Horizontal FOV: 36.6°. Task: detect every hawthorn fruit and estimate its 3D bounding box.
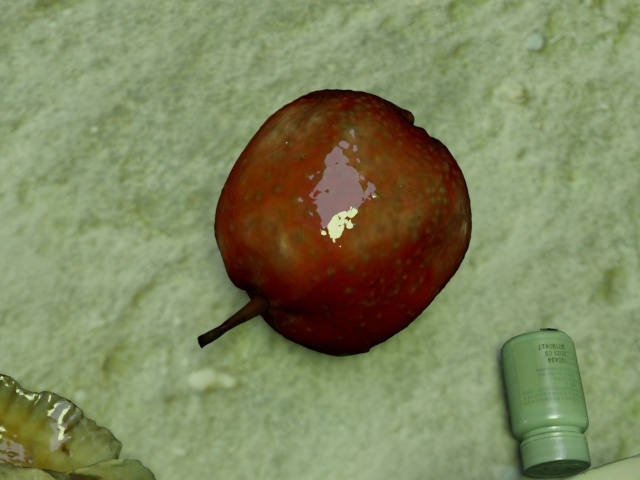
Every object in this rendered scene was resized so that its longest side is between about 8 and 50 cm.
[{"bbox_3d":[0.000,0.000,0.593,0.157,0.157,0.194,41,76,17],"label":"hawthorn fruit"}]

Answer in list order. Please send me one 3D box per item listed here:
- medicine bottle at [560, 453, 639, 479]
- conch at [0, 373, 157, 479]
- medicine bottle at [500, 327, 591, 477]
[{"bbox_3d":[0.150,0.278,0.412,0.212,0.212,0.325,-17,63,-13],"label":"medicine bottle"},{"bbox_3d":[-0.195,0.136,0.506,0.245,0.163,0.178,3,54,-41],"label":"conch"},{"bbox_3d":[0.140,0.101,0.601,0.047,0.047,0.083,-2,62,-5],"label":"medicine bottle"}]
